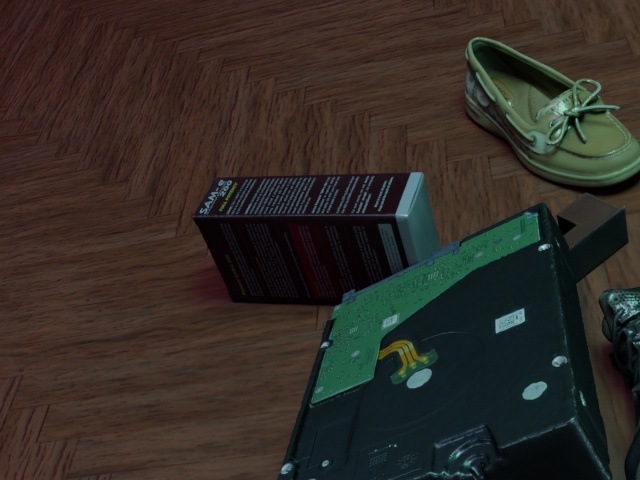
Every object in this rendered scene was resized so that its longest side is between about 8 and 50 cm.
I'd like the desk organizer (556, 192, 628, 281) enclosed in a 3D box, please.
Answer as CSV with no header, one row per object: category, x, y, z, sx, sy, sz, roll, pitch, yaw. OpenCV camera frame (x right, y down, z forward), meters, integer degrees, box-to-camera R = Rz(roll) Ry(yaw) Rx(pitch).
desk organizer,0.244,0.009,0.902,0.130,0.047,0.050,-35,39,-17

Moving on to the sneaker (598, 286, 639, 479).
sneaker,0.274,0.114,0.738,0.130,0.087,0.227,12,46,36

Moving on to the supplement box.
supplement box,0.000,0.000,0.953,0.239,0.130,0.073,0,43,23

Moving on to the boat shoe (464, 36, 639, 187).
boat shoe,0.258,-0.152,1.049,0.104,0.089,0.285,-32,40,-15

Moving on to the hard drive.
hard drive,0.097,0.105,0.728,0.236,0.064,0.339,-26,19,20
